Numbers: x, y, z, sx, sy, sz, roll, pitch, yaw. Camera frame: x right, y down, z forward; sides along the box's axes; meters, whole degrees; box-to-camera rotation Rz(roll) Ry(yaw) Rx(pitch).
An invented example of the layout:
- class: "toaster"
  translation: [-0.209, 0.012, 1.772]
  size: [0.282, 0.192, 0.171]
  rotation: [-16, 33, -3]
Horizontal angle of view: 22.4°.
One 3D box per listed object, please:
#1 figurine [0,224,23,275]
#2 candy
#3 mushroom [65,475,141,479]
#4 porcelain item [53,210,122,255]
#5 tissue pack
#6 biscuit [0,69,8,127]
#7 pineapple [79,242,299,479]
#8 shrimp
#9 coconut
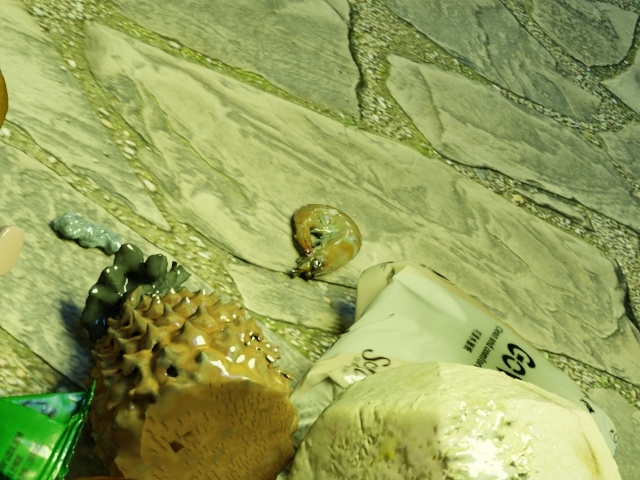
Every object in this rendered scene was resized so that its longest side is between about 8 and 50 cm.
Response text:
- class: "figurine"
  translation: [-0.414, -0.067, 1.646]
  size: [0.276, 0.133, 0.200]
  rotation: [59, 22, 12]
- class: "candy"
  translation: [-0.305, 0.180, 1.447]
  size: [0.141, 0.203, 0.078]
  rotation: [-47, 123, -62]
- class: "mushroom"
  translation: [-0.178, 0.329, 1.403]
  size: [0.263, 0.195, 0.283]
  rotation: [4, 52, -32]
- class: "porcelain item"
  translation: [-0.266, -0.008, 1.842]
  size: [0.083, 0.028, 0.036]
  rotation: [24, 21, -28]
- class: "tissue pack"
  translation: [0.159, 0.213, 1.898]
  size: [0.390, 0.195, 0.375]
  rotation: [37, 31, 2]
- class: "biscuit"
  translation: [-0.464, -0.205, 1.826]
  size: [0.262, 0.037, 0.262]
  rotation: [29, 35, -23]
- class: "pineapple"
  translation: [-0.159, 0.118, 1.684]
  size: [0.223, 0.223, 0.357]
  rotation: [24, 19, -30]
- class: "shrimp"
  translation: [0.000, 0.000, 2.125]
  size: [0.099, 0.041, 0.180]
  rotation: [44, 33, -1]
- class: "coconut"
  translation: [0.148, 0.271, 1.579]
  size: [0.309, 0.297, 0.297]
  rotation: [18, 41, -44]
